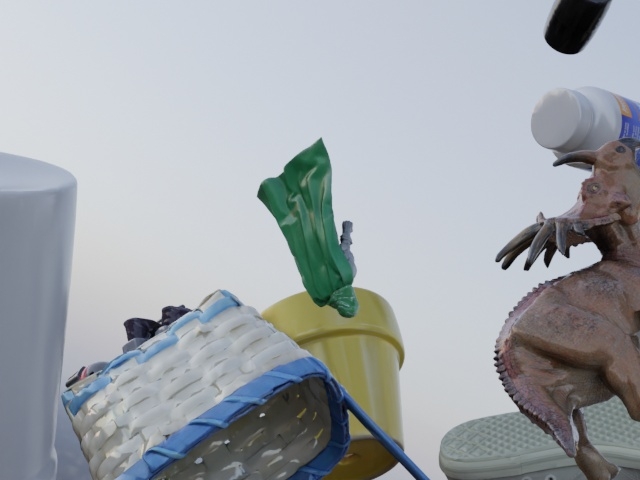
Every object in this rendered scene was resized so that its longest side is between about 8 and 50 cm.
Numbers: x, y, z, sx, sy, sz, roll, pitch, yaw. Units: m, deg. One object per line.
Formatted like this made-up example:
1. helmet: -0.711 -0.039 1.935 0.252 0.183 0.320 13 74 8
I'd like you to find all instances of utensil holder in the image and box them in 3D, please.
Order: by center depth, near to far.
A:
1. utensil holder: -0.458 0.096 1.364 0.327 0.385 0.327 9 11 -2

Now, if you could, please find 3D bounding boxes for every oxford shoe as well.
1. oxford shoe: 0.387 0.297 1.557 0.449 0.130 0.169 -10 19 13

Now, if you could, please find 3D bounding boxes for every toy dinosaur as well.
1. toy dinosaur: 0.200 0.064 0.903 0.200 0.295 0.127 44 -41 7

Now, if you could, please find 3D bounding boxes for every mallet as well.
1. mallet: 0.222 -0.230 0.897 0.039 0.190 0.062 25 -26 4

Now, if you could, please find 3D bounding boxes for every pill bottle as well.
1. pill bottle: 0.515 -0.198 2.121 0.272 0.152 0.152 11 -3 -40

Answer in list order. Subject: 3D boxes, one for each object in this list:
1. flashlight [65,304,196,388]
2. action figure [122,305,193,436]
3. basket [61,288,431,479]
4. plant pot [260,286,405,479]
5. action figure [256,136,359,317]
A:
1. flashlight: -0.309 0.206 1.950 0.103 0.103 0.304 25 -47 -35
2. action figure: -0.226 0.235 1.631 0.099 0.285 0.185 29 -41 -36
3. basket: -0.065 0.202 0.980 0.289 0.254 0.201 50 -14 39
4. plant pot: 0.020 0.237 1.777 0.254 0.239 0.254 -9 -36 -7
5. action figure: 0.000 0.000 1.488 0.063 0.232 0.137 8 -39 -40
